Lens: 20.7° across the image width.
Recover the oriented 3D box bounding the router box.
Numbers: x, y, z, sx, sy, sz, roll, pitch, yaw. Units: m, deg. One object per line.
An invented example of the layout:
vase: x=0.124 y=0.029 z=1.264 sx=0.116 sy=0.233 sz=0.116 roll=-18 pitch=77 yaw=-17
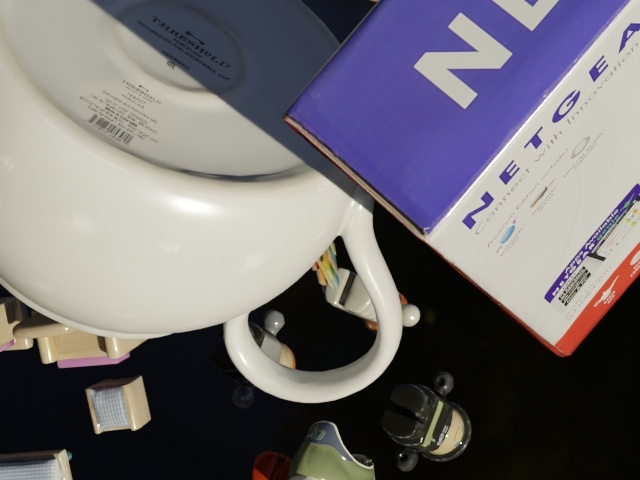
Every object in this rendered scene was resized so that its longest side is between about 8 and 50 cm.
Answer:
router box: x=0.162 y=-0.117 z=0.791 sx=0.082 sy=0.335 sz=0.301 roll=42 pitch=4 yaw=21

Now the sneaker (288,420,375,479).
sneaker: x=0.033 y=0.233 z=1.567 sx=0.192 sy=0.064 sz=0.086 roll=51 pitch=45 yaw=-42

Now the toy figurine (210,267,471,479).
toy figurine: x=0.019 y=0.145 z=1.687 sx=0.209 sy=0.213 sz=0.148 roll=66 pitch=13 yaw=22

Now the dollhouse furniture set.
dollhouse furniture set: x=-0.291 y=0.215 z=1.493 sx=0.286 sy=0.303 sz=0.198 roll=-5 pitch=11 yaw=23

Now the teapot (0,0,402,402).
teapot: x=-0.102 y=-0.035 z=0.953 sx=0.252 sy=0.187 sz=0.256 roll=-2 pitch=48 yaw=-33

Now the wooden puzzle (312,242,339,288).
wooden puzzle: x=0.000 y=0.000 z=1.181 sx=0.049 sy=0.006 sz=0.083 roll=60 pitch=17 yaw=-45
